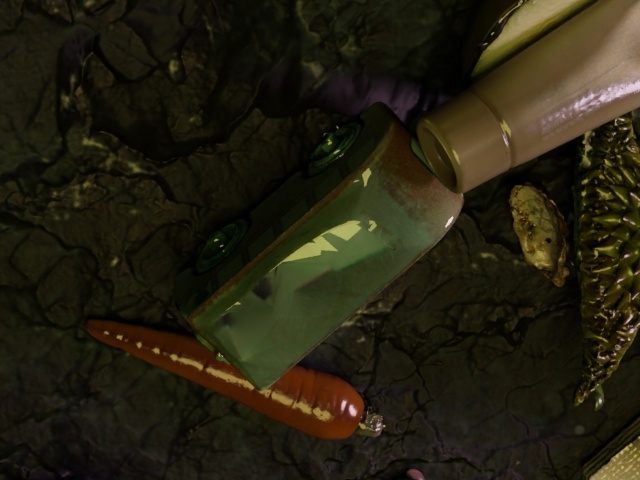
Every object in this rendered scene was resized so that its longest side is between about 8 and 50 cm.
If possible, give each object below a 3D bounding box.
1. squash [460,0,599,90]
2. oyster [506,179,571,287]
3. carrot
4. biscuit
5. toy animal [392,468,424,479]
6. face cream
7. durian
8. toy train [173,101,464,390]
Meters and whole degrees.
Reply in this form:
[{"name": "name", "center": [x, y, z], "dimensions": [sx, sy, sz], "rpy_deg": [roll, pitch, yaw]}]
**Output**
[{"name": "squash", "center": [0.192, -0.228, 1.494], "dimensions": [0.192, 0.184, 0.085], "rpy_deg": [-38, 72, 7]}, {"name": "oyster", "center": [0.229, -0.007, 1.619], "dimensions": [0.029, 0.086, 0.132], "rpy_deg": [-36, 153, -23]}, {"name": "carrot", "center": [-0.086, 0.138, 1.638], "dimensions": [0.336, 0.069, 0.069], "rpy_deg": [22, 108, -8]}, {"name": "biscuit", "center": [0.397, 0.281, 1.757], "dimensions": [0.121, 0.040, 0.199], "rpy_deg": [-43, 111, 9]}, {"name": "toy animal", "center": [0.133, 0.353, 1.724], "dimensions": [0.103, 0.100, 0.208], "rpy_deg": [-12, 104, 40]}, {"name": "face cream", "center": [0.252, -0.159, 1.477], "dimensions": [0.341, 0.084, 0.137], "rpy_deg": [-29, 103, -11]}, {"name": "durian", "center": [0.303, -0.011, 1.577], "dimensions": [0.106, 0.132, 0.375], "rpy_deg": [5, 100, 17]}, {"name": "toy train", "center": [0.000, 0.000, 1.537], "dimensions": [0.326, 0.159, 0.129], "rpy_deg": [-40, 113, 9]}]
